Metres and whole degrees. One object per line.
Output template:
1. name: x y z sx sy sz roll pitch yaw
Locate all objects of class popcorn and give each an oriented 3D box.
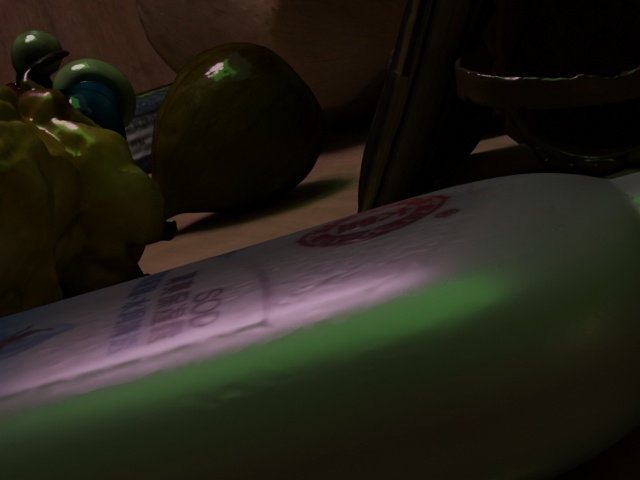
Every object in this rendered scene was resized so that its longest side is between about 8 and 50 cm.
1. popcorn: -0.180 -0.013 0.758 0.195 0.173 0.168 -27 -29 -22

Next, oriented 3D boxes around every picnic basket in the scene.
1. picnic basket: 0.145 -0.104 0.772 0.128 0.138 0.178 -1 16 32

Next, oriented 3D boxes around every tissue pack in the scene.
1. tissue pack: -0.171 -0.140 1.637 0.257 0.081 0.185 -23 11 -28

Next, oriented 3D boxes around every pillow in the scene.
1. pillow: 0.086 -0.123 0.868 0.052 0.208 0.212 24 25 15

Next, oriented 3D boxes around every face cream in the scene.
1. face cream: 0.018 0.034 0.420 0.337 0.080 0.163 -16 10 7

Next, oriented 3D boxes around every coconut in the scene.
1. coconut: 0.023 -0.282 1.350 0.415 0.415 0.344 -12 -19 26

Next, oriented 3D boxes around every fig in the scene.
1. fig: -0.101 -0.044 1.040 0.236 0.124 0.124 -44 16 -11

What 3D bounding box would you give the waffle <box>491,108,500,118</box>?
1. waffle: 0.207 -0.147 1.131 0.301 0.058 0.281 -10 12 35

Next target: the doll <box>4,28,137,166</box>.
1. doll: -0.295 -0.064 1.138 0.322 0.198 0.186 -10 21 -15
